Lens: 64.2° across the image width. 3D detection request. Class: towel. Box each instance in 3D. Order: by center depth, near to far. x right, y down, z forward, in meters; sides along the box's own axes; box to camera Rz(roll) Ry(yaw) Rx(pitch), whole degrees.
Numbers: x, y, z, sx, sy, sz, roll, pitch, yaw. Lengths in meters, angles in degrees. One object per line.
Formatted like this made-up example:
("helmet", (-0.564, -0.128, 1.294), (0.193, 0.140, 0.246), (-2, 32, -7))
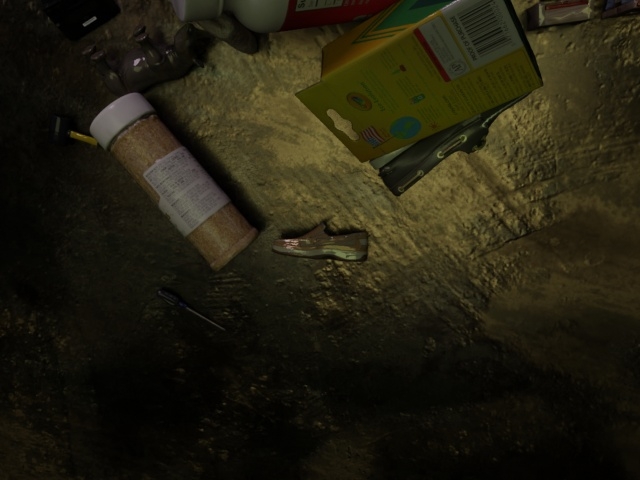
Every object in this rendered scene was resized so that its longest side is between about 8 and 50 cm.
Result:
("towel", (-0.238, -0.417, 0.853), (0.282, 0.187, 0.049), (38, 104, -4))

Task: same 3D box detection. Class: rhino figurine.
("rhino figurine", (-0.305, -0.336, 0.938), (0.243, 0.073, 0.106), (-15, 140, 11))

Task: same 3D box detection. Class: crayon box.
("crayon box", (0.144, -0.255, 0.781), (0.318, 0.081, 0.202), (-20, 141, 30))

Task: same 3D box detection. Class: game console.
("game console", (-0.456, -0.460, 0.962), (0.122, 0.071, 0.107), (-24, 131, 14))

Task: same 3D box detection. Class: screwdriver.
("screwdriver", (-0.281, 0.152, 1.116), (0.170, 0.025, 0.024), (30, 107, -11))

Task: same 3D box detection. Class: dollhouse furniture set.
("dollhouse furniture set", (0.432, -0.413, 0.791), (0.184, 0.129, 0.129), (-5, 105, 9))

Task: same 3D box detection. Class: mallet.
("mallet", (-0.457, -0.190, 1.030), (0.190, 0.039, 0.062), (25, 107, -4))

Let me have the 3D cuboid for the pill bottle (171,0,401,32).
("pill bottle", (-0.011, -0.424, 0.719), (0.408, 0.229, 0.229), (-15, 105, -17))

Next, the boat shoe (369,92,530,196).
("boat shoe", (0.235, -0.188, 0.899), (0.305, 0.109, 0.091), (-31, 100, 21))

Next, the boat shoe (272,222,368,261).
("boat shoe", (0.000, 0.000, 1.011), (0.190, 0.068, 0.072), (3, 94, -3))

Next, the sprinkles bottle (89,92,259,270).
("sprinkles bottle", (-0.274, -0.108, 0.980), (0.121, 0.121, 0.355), (-38, 98, 16))
